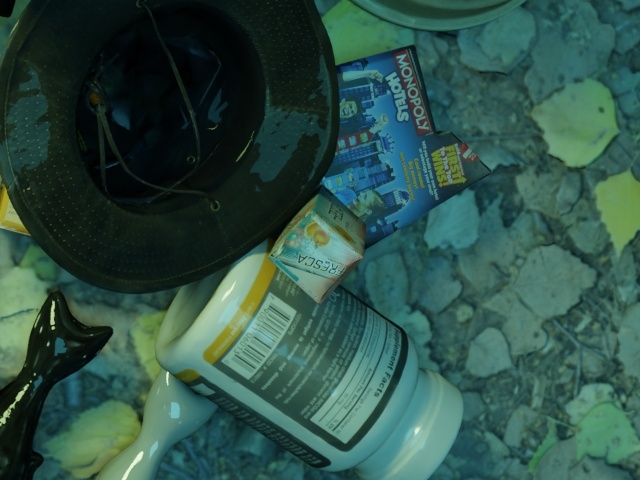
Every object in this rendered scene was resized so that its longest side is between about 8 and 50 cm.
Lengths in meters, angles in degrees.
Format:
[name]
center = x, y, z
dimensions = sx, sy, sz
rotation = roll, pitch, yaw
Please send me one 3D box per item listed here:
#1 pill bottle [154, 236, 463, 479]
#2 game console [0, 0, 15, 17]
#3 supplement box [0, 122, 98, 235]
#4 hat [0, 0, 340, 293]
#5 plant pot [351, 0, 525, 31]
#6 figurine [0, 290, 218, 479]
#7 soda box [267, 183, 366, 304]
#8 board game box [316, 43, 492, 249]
[pill bottle]
center = -0.007, 0.123, 1.219
dimensions = 0.278, 0.162, 0.162
rotation = 36, 84, -17
[game console]
center = -0.163, -0.308, 1.013
dimensions = 0.173, 0.293, 0.250
rotation = 12, 86, -12
[supplement box]
center = -0.242, -0.118, 1.170
dimensions = 0.080, 0.078, 0.233
rotation = 11, 91, -17
[hat]
center = -0.147, -0.119, 1.103
dimensions = 0.331, 0.134, 0.331
rotation = -8, 104, -33
[plant pot]
center = 0.161, -0.370, 1.148
dimensions = 0.334, 0.305, 0.334
rotation = -1, 95, -16
[figurine]
center = -0.221, 0.185, 1.203
dimensions = 0.215, 0.092, 0.209
rotation = 32, 81, -18
[soda box]
center = 0.000, 0.000, 1.138
dimensions = 0.063, 0.183, 0.058
rotation = 43, 98, -4
[board game box]
center = 0.066, -0.091, 1.273
dimensions = 0.194, 0.060, 0.194
rotation = -17, 99, -15
